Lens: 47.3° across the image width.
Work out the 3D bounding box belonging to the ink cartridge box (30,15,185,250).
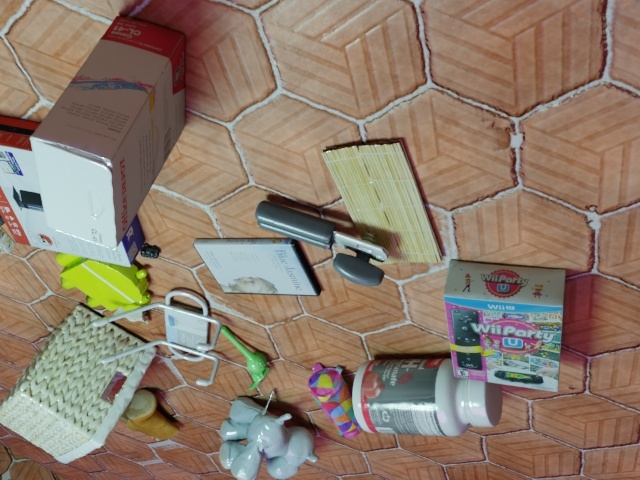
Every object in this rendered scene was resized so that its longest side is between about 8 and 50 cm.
[{"bbox_3d":[-0.330,-0.177,1.190,0.131,0.306,0.226,19,142,2],"label":"ink cartridge box"}]

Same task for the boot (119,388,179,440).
[{"bbox_3d":[-0.544,0.582,2.405,0.211,0.104,0.295,36,145,-27],"label":"boot"}]

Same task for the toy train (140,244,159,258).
[{"bbox_3d":[-0.452,0.016,1.715,0.158,0.027,0.036,13,153,9],"label":"toy train"}]

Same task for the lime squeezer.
[{"bbox_3d":[-0.189,0.346,1.977,0.110,0.059,0.310,5,141,18],"label":"lime squeezer"}]

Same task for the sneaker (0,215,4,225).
[{"bbox_3d":[-0.843,-0.078,1.726,0.286,0.109,0.130,16,150,20],"label":"sneaker"}]

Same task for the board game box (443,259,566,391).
[{"bbox_3d":[0.375,0.177,1.485,0.224,0.097,0.303,4,139,19],"label":"board game box"}]

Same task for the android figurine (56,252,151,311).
[{"bbox_3d":[-0.535,0.096,1.824,0.248,0.056,0.273,41,138,-25],"label":"android figurine"}]

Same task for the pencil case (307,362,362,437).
[{"bbox_3d":[0.047,0.427,1.942,0.104,0.104,0.236,-2,136,26],"label":"pencil case"}]

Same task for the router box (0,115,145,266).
[{"bbox_3d":[-0.563,-0.103,1.570,0.301,0.082,0.335,11,142,12],"label":"router box"}]

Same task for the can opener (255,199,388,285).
[{"bbox_3d":[0.000,0.000,1.426,0.280,0.093,0.074,23,160,10],"label":"can opener"}]

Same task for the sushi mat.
[{"bbox_3d":[0.121,-0.062,1.365,0.151,0.019,0.316,-1,137,27],"label":"sushi mat"}]

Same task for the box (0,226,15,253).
[{"bbox_3d":[-0.895,-0.016,1.863,0.207,0.036,0.114,1,139,23],"label":"box"}]

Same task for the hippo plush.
[{"bbox_3d":[-0.139,0.578,2.167,0.236,0.234,0.294,28,103,-39],"label":"hippo plush"}]

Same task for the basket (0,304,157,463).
[{"bbox_3d":[-0.695,0.408,2.067,0.266,0.328,0.331,37,140,-15],"label":"basket"}]

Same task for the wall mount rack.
[{"bbox_3d":[-0.412,0.257,1.899,0.304,0.130,0.350,15,142,2],"label":"wall mount rack"}]

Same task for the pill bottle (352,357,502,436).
[{"bbox_3d":[0.250,0.363,1.702,0.318,0.176,0.176,-6,135,30],"label":"pill bottle"}]

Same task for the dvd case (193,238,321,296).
[{"bbox_3d":[-0.140,0.061,1.632,0.253,0.022,0.180,-1,138,24],"label":"dvd case"}]

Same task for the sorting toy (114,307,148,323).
[{"bbox_3d":[-0.493,0.202,1.951,0.083,0.045,0.075,7,148,16],"label":"sorting toy"}]
